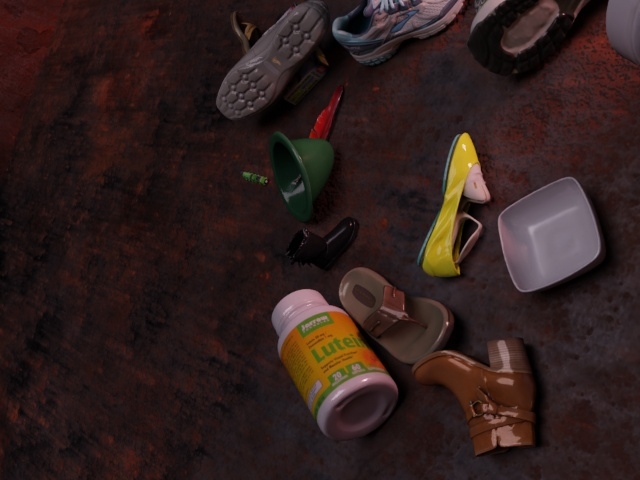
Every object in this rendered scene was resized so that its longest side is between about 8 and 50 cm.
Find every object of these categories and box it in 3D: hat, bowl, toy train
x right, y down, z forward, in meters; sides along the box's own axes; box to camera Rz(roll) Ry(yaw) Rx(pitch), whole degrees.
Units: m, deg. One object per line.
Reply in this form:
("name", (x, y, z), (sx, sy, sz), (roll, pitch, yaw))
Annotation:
("hat", (0.016, -0.159, 1.569), (0.173, 0.184, 0.208), (38, 144, 55))
("bowl", (0.328, -0.002, 1.142), (0.142, 0.053, 0.142), (-32, 52, 35))
("toy train", (-0.141, -0.133, 1.725), (0.083, 0.024, 0.017), (20, 89, 49))

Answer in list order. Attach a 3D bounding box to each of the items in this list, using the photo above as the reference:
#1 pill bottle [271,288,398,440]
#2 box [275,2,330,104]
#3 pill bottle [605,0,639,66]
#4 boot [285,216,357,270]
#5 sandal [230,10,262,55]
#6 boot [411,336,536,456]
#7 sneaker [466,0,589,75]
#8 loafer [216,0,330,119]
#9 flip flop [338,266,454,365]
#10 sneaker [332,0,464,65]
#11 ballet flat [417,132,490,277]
("pill bottle", (0.012, 0.193, 1.337), (0.136, 0.136, 0.245), (-54, 43, 17))
("box", (-0.054, -0.397, 1.733), (0.114, 0.036, 0.207), (-42, 47, 27))
("pill bottle", (0.519, -0.203, 0.888), (0.229, 0.229, 0.407), (-56, 42, 15))
("boot", (0.000, -0.001, 1.460), (0.121, 0.099, 0.045), (-55, 44, 15))
("sandal", (-0.155, -0.456, 1.847), (0.049, 0.072, 0.180), (-32, 52, 15))
("boot", (0.214, 0.229, 1.158), (0.197, 0.073, 0.152), (-23, 62, 43))
("sneaker", (0.371, -0.446, 1.227), (0.410, 0.158, 0.182), (-40, 36, 25))
("loafer", (-0.093, -0.364, 1.668), (0.319, 0.112, 0.111), (-36, 15, 32))
("flip flop", (0.105, 0.111, 1.312), (0.277, 0.080, 0.112), (34, 96, 51))
("sneaker", (0.140, -0.415, 1.466), (0.283, 0.122, 0.110), (-30, 55, 36))
("ballet flat", (0.221, -0.050, 1.276), (0.077, 0.077, 0.230), (17, 89, 28))
